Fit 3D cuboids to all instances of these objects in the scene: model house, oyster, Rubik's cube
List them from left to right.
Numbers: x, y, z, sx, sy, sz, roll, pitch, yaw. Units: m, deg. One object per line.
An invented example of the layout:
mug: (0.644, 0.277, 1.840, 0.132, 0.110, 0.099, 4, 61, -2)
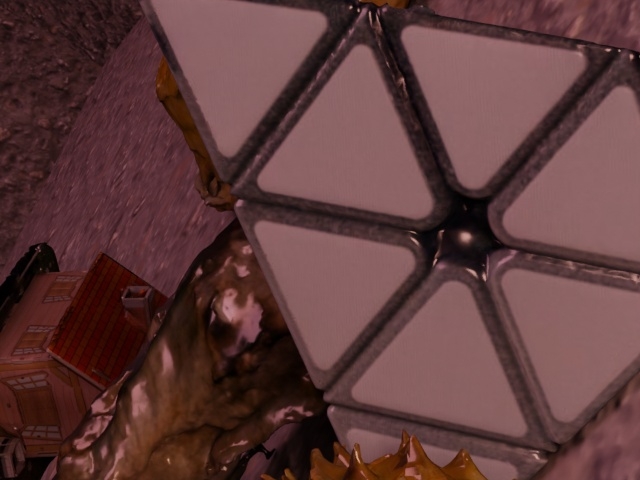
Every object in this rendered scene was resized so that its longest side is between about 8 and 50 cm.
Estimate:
model house: (-0.229, 0.139, 1.246, 0.294, 0.154, 0.207, -76, -20, -62)
oyster: (-0.044, 0.071, 0.809, 0.337, 0.133, 0.198, -48, 5, 10)
Rubik's cube: (0.077, -0.024, 0.605, 0.229, 0.233, 0.228, -27, -32, -13)

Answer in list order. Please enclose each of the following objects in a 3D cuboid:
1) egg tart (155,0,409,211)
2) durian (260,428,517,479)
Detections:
egg tart: (-0.046, -0.210, 1.223, 0.388, 0.169, 0.388, -55, 20, 30)
durian: (0.010, 0.171, 0.491, 0.196, 0.185, 0.305, -33, 30, 2)
